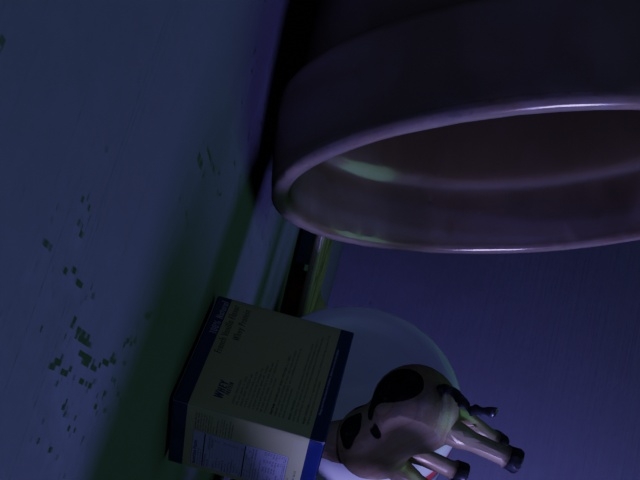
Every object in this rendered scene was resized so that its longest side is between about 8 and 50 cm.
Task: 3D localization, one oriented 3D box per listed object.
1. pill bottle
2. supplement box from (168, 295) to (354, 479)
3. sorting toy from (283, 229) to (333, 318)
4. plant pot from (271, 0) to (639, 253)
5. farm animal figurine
[{"bbox_3d":[0.016,0.256,1.056,0.363,0.210,0.210,101,5,-48],"label":"pill bottle"},{"bbox_3d":[-0.033,0.088,0.536,0.083,0.083,0.056,-71,175,-49],"label":"supplement box"},{"bbox_3d":[0.000,0.000,1.184,0.307,0.041,0.229,-67,167,-70],"label":"sorting toy"},{"bbox_3d":[0.128,-0.159,0.615,0.323,0.323,0.280,90,-1,-78],"label":"plant pot"},{"bbox_3d":[-0.022,0.244,0.744,0.330,0.172,0.327,-62,-168,-14],"label":"farm animal figurine"}]
